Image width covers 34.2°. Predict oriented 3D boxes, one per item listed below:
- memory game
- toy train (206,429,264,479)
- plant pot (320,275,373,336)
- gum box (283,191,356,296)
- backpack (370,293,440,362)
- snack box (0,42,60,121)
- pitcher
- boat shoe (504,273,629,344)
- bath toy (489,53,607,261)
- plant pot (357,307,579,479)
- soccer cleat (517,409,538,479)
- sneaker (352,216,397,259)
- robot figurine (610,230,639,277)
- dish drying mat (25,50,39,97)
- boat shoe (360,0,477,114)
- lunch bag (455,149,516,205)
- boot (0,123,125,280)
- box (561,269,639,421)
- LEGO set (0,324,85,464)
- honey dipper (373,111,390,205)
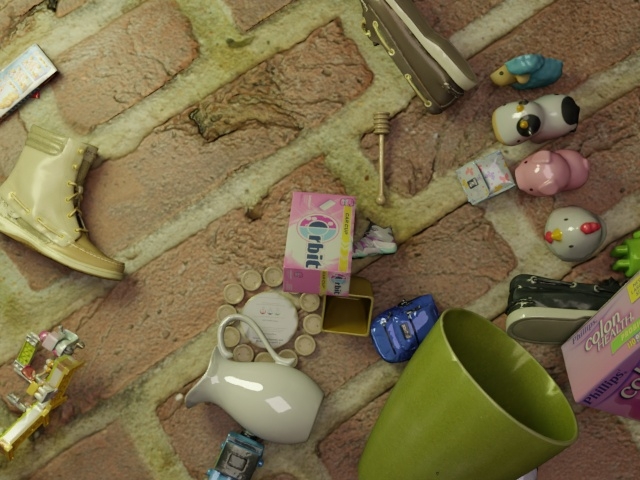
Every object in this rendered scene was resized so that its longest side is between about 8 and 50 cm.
[{"bbox_3d":[-0.085,0.135,1.767,0.186,0.012,0.186,0,85,0],"label":"memory game"},{"bbox_3d":[-0.152,0.397,1.697,0.080,0.105,0.184,24,85,3],"label":"toy train"},{"bbox_3d":[0.046,0.100,1.730,0.081,0.083,0.081,7,121,1],"label":"plant pot"},{"bbox_3d":[0.000,0.000,1.709,0.107,0.062,0.188,4,46,1],"label":"gum box"},{"bbox_3d":[0.142,0.147,1.723,0.120,0.101,0.097,-21,78,2],"label":"backpack"},{"bbox_3d":[-0.539,-0.260,1.794,0.178,0.022,0.064,-39,84,1],"label":"snack box"},{"bbox_3d":[-0.094,0.229,1.702,0.207,0.125,0.177,21,87,5],"label":"pitcher"},{"bbox_3d":[0.467,0.112,1.718,0.340,0.127,0.113,2,56,-5],"label":"boat shoe"},{"bbox_3d":[0.384,-0.133,1.732,0.152,0.129,0.348,-16,86,-1],"label":"bath toy"},{"bbox_3d":[0.202,0.305,1.633,0.275,0.275,0.293,41,111,4],"label":"plant pot"},{"bbox_3d":[0.330,0.382,1.720,0.095,0.083,0.247,27,74,-34],"label":"soccer cleat"},{"bbox_3d":[0.078,-0.005,1.769,0.098,0.038,0.069,-7,83,-9],"label":"sneaker"},{"bbox_3d":[0.549,0.028,1.746,0.115,0.067,0.101,-5,73,0],"label":"robot figurine"},{"bbox_3d":[-0.503,-0.289,1.810,0.032,0.008,0.083,2,86,3],"label":"dish drying mat"},{"bbox_3d":[0.128,-0.359,1.764,0.097,0.116,0.324,-42,86,25],"label":"boat shoe"},{"bbox_3d":[0.281,-0.105,1.768,0.083,0.053,0.071,-23,84,7],"label":"lunch bag"},{"bbox_3d":[-0.414,-0.063,1.749,0.262,0.095,0.203,26,84,7],"label":"boot"},{"bbox_3d":[0.544,0.179,1.615,0.243,0.213,0.117,19,41,-20],"label":"box"},{"bbox_3d":[-0.499,0.255,1.709,0.107,0.132,0.287,36,92,12],"label":"LEGO set"},{"bbox_3d":[0.106,-0.140,1.785,0.031,0.030,0.160,-1,88,0],"label":"honey dipper"}]
